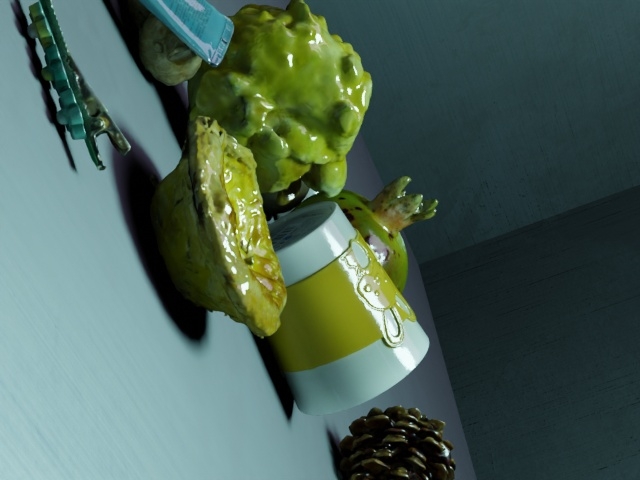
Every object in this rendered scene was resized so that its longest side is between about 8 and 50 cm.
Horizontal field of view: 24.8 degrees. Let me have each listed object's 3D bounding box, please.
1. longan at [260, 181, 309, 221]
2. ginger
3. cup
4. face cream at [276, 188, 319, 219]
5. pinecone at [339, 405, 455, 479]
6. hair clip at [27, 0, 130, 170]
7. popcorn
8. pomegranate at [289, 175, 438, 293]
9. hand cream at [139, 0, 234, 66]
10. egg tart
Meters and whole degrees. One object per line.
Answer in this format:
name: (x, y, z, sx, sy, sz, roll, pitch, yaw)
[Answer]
longan: (-0.063, -0.084, 2.053, 0.106, 0.106, 0.119, -98, -156, -59)
ginger: (-0.185, -0.274, 1.703, 0.104, 0.080, 0.204, 78, -2, -64)
cup: (0.017, 0.069, 1.814, 0.226, 0.185, 0.241, 61, 32, -16)
face cream: (0.000, 0.000, 2.231, 0.101, 0.101, 0.251, -77, 147, -76)
pinecone: (0.102, 0.306, 1.973, 0.173, 0.173, 0.173, -20, 90, -83)
hair clip: (-0.219, -0.142, 1.259, 0.173, 0.049, 0.049, 65, 7, 5)
popcorn: (-0.054, -0.165, 1.781, 0.192, 0.233, 0.266, -122, -173, -62)
pomegranate: (0.054, 0.018, 2.007, 0.198, 0.246, 0.198, -15, 90, -83)
hand cream: (-0.184, -0.286, 1.611, 0.224, 0.048, 0.083, 42, 42, -26)
egg tart: (-0.106, -0.007, 1.476, 0.241, 0.106, 0.241, -17, 90, -82)
